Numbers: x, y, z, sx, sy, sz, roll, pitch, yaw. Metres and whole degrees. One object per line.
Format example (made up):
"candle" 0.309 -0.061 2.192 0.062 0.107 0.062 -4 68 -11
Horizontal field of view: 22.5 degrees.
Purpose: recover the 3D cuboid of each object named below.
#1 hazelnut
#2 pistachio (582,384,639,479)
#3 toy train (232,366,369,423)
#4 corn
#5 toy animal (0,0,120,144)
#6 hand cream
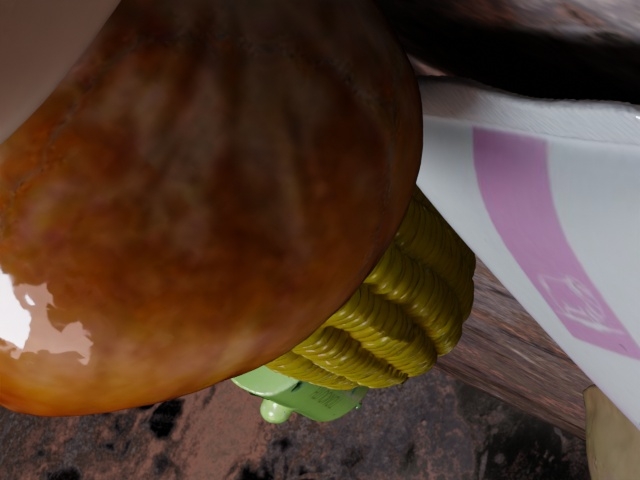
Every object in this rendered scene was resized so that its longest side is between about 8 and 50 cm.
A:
"hazelnut" -0.062 -0.031 0.479 0.182 0.182 0.182 27 175 2
"pistachio" 0.255 0.161 0.926 0.260 0.163 0.212 39 159 21
"toy train" 0.001 0.060 1.150 0.105 0.157 0.253 26 174 15
"corn" 0.000 0.000 0.734 0.131 0.131 0.344 25 177 18
"toy animal" -0.139 -0.090 0.350 0.198 0.171 0.171 23 174 19
"hand cream" 0.167 0.056 0.561 0.359 0.118 0.185 38 173 -26
